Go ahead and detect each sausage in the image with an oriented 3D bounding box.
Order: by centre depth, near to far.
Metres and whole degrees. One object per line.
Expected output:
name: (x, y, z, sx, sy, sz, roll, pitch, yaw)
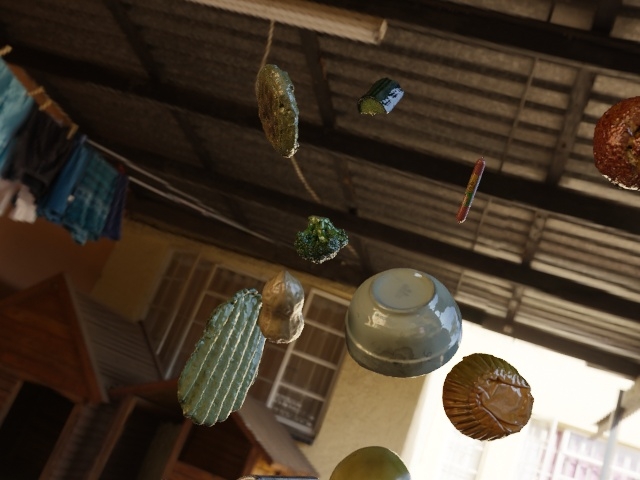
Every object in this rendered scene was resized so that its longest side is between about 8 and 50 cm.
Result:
sausage: (0.461, -0.153, 2.172, 0.029, 0.223, 0.029, 15, 19, -5)

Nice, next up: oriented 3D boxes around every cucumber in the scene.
cucumber: (0.161, -0.406, 2.002, 0.116, 0.115, 0.062, 4, -51, 39)

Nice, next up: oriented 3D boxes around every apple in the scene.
apple: (0.149, 0.739, 2.068, 0.262, 0.262, 0.262, 19, -19, 7)

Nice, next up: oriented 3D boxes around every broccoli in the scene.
broccoli: (0.000, 0.000, 2.384, 0.195, 0.156, 0.195, 10, 5, -1)

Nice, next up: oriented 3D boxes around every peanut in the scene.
peanut: (-0.095, 0.177, 1.774, 0.123, 0.124, 0.257, 19, -37, 8)

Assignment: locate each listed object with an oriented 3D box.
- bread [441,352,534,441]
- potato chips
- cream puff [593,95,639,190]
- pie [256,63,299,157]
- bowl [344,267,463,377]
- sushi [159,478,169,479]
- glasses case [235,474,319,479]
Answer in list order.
bread: (0.433, 0.411, 1.847, 0.240, 0.240, 0.139, 25, -7, -8)
potato chips: (-0.273, 0.349, 2.117, 0.070, 0.429, 0.358, 12, -21, 26)
cream puff: (0.764, -0.231, 1.671, 0.240, 0.240, 0.164, 19, -6, 9)
pie: (-0.131, -0.388, 2.138, 0.071, 0.306, 0.306, -14, -14, -14)
bowl: (0.208, 0.183, 1.803, 0.307, 0.307, 0.163, 13, -49, 24)
sushi: (-0.360, 0.736, 1.814, 0.210, 0.193, 0.040, 22, -35, 10)
glasses case: (-0.101, 0.537, 1.495, 0.060, 0.114, 0.299, 56, 8, 28)
